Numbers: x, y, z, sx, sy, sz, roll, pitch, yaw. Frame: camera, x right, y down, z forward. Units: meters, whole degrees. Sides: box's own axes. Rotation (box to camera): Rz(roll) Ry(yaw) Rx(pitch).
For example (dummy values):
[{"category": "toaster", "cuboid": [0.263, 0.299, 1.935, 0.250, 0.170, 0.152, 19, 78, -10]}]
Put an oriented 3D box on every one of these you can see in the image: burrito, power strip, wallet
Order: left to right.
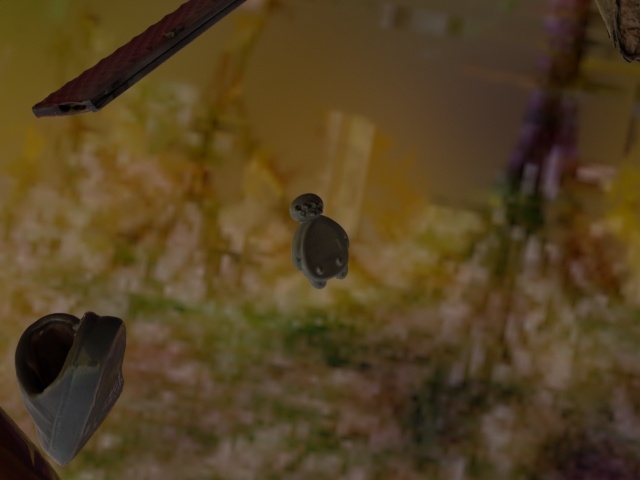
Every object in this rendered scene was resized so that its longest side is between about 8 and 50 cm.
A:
[{"category": "wallet", "cuboid": [-0.131, -0.154, 1.476, 0.196, 0.020, 0.103, -40, -162, -28]}, {"category": "power strip", "cuboid": [0.000, 0.000, 1.593, 0.055, 0.083, 0.035, -24, -165, -20]}, {"category": "burrito", "cuboid": [0.228, -0.211, 1.463, 0.041, 0.149, 0.055, -13, 148, -2]}]

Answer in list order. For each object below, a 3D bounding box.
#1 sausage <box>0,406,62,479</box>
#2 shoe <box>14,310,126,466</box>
[{"category": "sausage", "cuboid": [-0.204, 0.129, 1.044, 0.179, 0.089, 0.089, 50, 164, -26]}, {"category": "shoe", "cuboid": [-0.233, 0.122, 1.679, 0.100, 0.103, 0.251, 31, 153, 1]}]
